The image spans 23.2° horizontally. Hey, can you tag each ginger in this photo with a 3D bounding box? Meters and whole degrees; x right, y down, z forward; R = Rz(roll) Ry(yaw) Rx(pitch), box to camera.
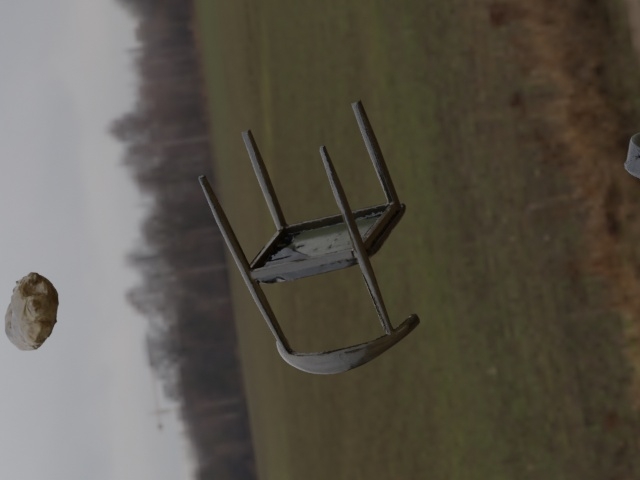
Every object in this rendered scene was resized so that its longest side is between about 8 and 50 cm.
[{"bbox_3d":[-0.303,0.080,1.613,0.173,0.051,0.069,150,110,-65],"label":"ginger"}]

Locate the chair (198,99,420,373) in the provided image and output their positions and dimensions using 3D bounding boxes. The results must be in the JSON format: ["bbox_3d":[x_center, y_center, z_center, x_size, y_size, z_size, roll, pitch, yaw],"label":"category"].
[{"bbox_3d":[0.000,0.000,1.825,0.272,0.188,0.166,70,-155,-18],"label":"chair"}]

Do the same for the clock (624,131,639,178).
[{"bbox_3d":[0.449,-0.059,1.368,0.273,0.279,0.049,30,128,45],"label":"clock"}]
